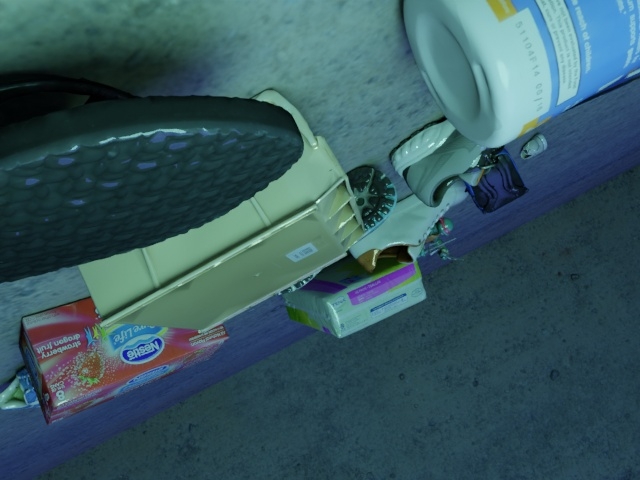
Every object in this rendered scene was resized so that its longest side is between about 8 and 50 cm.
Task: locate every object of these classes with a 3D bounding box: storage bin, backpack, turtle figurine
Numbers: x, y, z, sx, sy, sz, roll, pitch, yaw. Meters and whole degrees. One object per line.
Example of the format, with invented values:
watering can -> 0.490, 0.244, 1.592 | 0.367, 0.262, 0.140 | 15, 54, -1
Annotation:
storage bin -> -0.094, -0.011, 0.623 | 0.260, 0.123, 0.262 | -29, 166, 2
backpack -> 0.301, -0.123, 1.030 | 0.098, 0.101, 0.120 | -34, 133, 10
turtle figurine -> 0.239, 0.002, 1.333 | 0.234, 0.118, 0.175 | -19, 160, 41

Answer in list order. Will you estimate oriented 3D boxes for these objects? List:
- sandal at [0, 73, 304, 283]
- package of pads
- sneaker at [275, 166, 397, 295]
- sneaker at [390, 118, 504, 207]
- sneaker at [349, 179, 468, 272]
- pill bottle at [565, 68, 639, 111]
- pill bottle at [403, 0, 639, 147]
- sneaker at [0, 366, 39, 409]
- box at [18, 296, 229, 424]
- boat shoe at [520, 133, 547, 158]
sandal -> -0.234, -0.032, 0.364 | 0.445, 0.107, 0.167 | -16, 168, 5
package of pads -> 0.066, 0.107, 1.232 | 0.229, 0.101, 0.296 | -22, -171, -21
sneaker -> 0.000, 0.000, 0.880 | 0.283, 0.110, 0.122 | -30, 170, 11
sneaker -> 0.226, -0.147, 0.778 | 0.271, 0.108, 0.100 | -39, 161, 34
sneaker -> 0.190, -0.023, 1.132 | 0.290, 0.123, 0.106 | -26, 164, -14
pill bottle -> 0.240, -0.193, 0.597 | 0.219, 0.123, 0.123 | -24, 166, -14
pill bottle -> 0.218, -0.202, 0.452 | 0.271, 0.152, 0.152 | -29, 166, -1
sneaker -> -0.436, 0.227, 0.919 | 0.211, 0.080, 0.081 | -35, 168, 22
box -> -0.282, 0.146, 0.822 | 0.256, 0.128, 0.122 | -17, 163, -36
boat shoe -> 0.443, -0.193, 1.185 | 0.035, 0.035, 0.100 | -31, 173, 0
